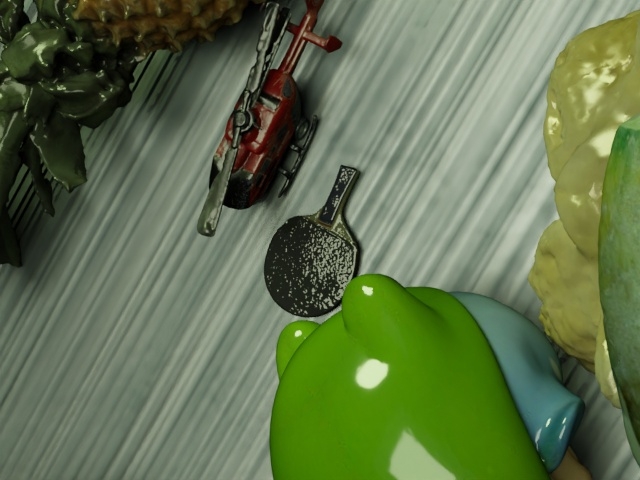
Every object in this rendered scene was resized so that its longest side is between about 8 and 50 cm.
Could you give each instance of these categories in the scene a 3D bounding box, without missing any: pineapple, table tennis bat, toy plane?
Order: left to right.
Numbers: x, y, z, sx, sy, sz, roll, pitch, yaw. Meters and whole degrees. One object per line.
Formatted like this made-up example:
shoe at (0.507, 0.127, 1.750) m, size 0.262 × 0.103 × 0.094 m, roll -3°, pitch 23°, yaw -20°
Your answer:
pineapple at (-0.131, -0.091, 0.852) m, size 0.277 × 0.119 × 0.130 m, roll -42°, pitch 120°, yaw 17°
toy plane at (-0.026, -0.070, 0.834) m, size 0.037 × 0.060 × 0.145 m, roll 27°, pitch 98°, yaw 19°
table tennis bat at (0.000, 0.000, 0.852) m, size 0.050 × 0.007 × 0.083 m, roll 26°, pitch 100°, yaw 19°

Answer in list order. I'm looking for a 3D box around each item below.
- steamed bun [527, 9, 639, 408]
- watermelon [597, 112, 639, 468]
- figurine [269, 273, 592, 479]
steamed bun at (0.222, -0.026, 0.702) m, size 0.295 × 0.137 × 0.292 m, roll -5°, pitch 87°, yaw 23°
watermelon at (0.241, 0.065, 0.585) m, size 0.224 × 0.180 × 0.305 m, roll -10°, pitch 116°, yaw 47°
figurine at (0.078, 0.134, 0.752) m, size 0.143 × 0.162 × 0.263 m, roll -34°, pitch 88°, yaw -24°
